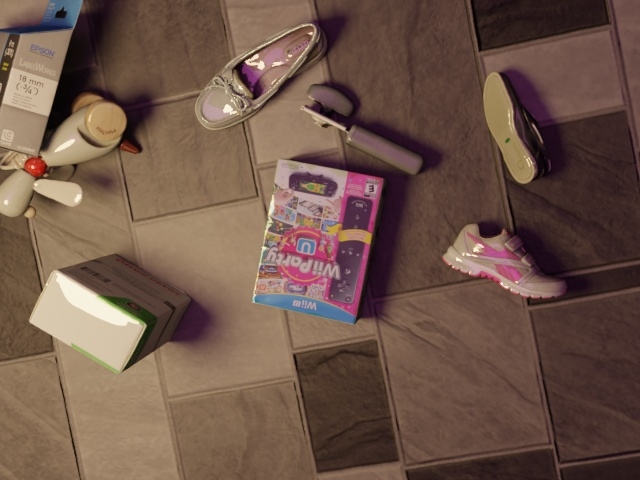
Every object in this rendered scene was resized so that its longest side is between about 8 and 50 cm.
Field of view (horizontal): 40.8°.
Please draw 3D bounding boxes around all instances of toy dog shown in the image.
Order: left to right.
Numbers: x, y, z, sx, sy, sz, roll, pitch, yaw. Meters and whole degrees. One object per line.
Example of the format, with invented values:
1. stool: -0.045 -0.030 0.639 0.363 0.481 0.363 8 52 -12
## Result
1. toy dog: -0.516 -0.164 1.813 0.333 0.220 0.161 -35 124 14

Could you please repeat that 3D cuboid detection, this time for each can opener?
1. can opener: 0.091 -0.231 1.761 0.283 0.076 0.095 26 97 5

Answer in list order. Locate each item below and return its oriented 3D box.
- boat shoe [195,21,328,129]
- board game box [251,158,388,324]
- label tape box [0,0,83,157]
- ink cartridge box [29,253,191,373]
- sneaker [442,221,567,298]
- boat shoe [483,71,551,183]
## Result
1. boat shoe: -0.129 -0.343 1.772 0.320 0.103 0.118 -32 88 8
2. board game box: 0.000 0.000 1.777 0.224 0.097 0.304 11 95 8
3. label tape box: -0.614 -0.358 1.768 0.105 0.240 0.334 14 95 -36
4. ink cartridge box: -0.413 0.140 1.745 0.211 0.289 0.122 29 99 6
5. sneaker: 0.378 0.039 1.721 0.252 0.103 0.111 22 97 6
6. boat shoe: 0.394 -0.230 1.730 0.079 0.084 0.233 -17 82 -29
